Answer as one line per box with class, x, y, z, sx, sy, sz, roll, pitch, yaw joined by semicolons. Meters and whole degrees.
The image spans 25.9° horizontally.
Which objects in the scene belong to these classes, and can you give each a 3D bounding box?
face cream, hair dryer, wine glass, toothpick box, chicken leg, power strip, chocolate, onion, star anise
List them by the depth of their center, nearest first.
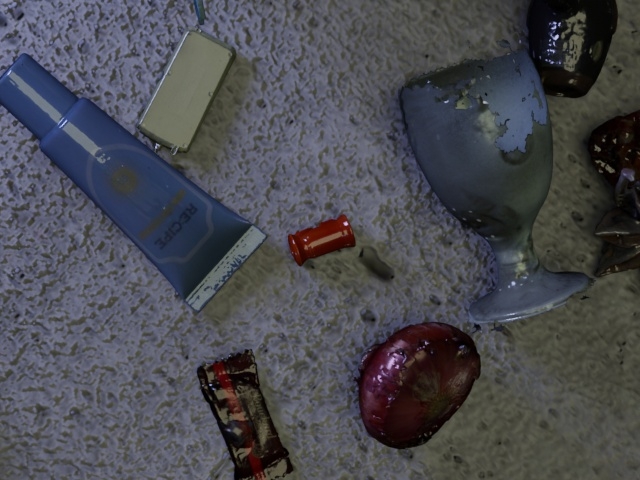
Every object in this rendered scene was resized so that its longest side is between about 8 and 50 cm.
hair dryer;0.297;-0.357;1.720;0.120;0.359;0.304;8;84;22
face cream;-0.249;-0.081;1.751;0.385;0.086;0.135;43;87;-14
power strip;-0.175;-0.187;1.785;0.076;0.028;0.169;28;86;-11
wine glass;0.223;-0.075;1.788;0.190;0.190;0.357;-18;101;-9
onion;0.113;0.176;1.802;0.147;0.184;0.184;34;85;31
toothpick box;0.000;0.000;1.816;0.083;0.047;0.047;-20;96;-8
chocolate;-0.098;0.237;1.819;0.086;0.028;0.182;-18;94;-12
star anise;0.453;-0.027;1.848;0.230;0.081;0.262;-32;126;23
chicken leg;0.519;-0.129;1.860;0.322;0.177;0.083;8;46;-8

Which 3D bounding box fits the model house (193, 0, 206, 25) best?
model house;-0.068;-0.454;1.641;0.300;0.323;0.340;-17;96;-8
